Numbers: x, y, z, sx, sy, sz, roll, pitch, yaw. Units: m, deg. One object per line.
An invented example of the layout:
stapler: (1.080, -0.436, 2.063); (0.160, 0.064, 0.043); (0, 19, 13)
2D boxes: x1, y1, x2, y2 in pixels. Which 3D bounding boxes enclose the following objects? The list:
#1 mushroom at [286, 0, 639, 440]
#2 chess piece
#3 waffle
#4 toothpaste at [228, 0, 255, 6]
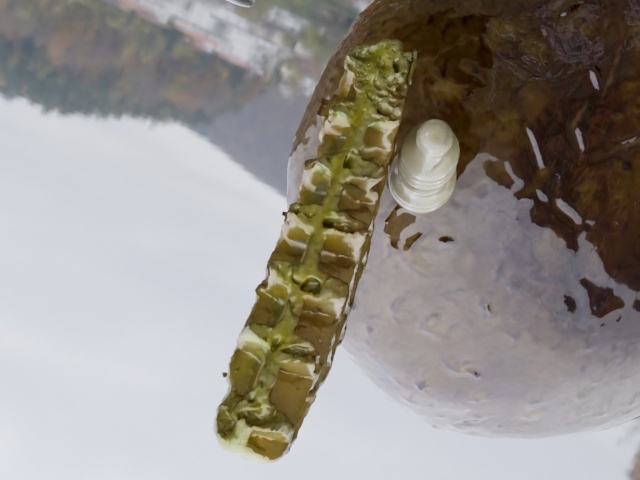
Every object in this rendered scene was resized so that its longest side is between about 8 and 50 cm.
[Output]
mushroom: (0.142, -0.025, 0.797); (0.345, 0.345, 0.239); (23, 178, -5)
chess piece: (0.051, -0.038, 0.607); (0.035, 0.035, 0.092); (24, 172, 5)
waffle: (0.000, 0.000, 0.582); (0.046, 0.192, 0.160); (18, -170, 6)
toothpaste: (0.011, -0.235, 0.599); (0.096, 0.266, 0.061); (36, -161, 8)
